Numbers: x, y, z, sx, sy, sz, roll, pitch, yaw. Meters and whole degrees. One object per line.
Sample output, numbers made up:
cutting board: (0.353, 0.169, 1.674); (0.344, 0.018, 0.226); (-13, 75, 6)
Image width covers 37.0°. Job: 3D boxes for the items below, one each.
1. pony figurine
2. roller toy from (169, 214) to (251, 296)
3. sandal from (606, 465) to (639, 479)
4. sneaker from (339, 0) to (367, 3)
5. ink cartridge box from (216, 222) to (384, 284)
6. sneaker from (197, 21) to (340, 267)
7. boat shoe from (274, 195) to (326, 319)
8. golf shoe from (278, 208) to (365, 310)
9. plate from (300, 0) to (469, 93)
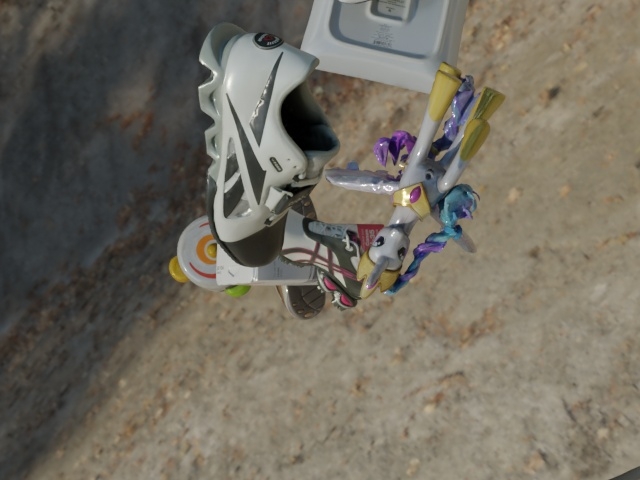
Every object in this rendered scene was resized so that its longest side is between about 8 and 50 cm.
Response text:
pony figurine: (0.160, -0.100, 1.557); (0.351, 0.302, 0.364); (-60, -5, -73)
roller toy: (-0.263, 0.031, 2.415); (0.146, 0.209, 0.191); (73, -149, -82)
sandal: (0.342, 0.200, 0.898); (0.219, 0.090, 0.060); (-25, 58, 22)
sneaker: (0.106, -0.505, 1.583); (0.226, 0.163, 0.086); (-31, 49, -5)
ink cartridge box: (-0.041, 0.029, 1.886); (0.207, 0.283, 0.117); (-9, 81, 63)
sneaker: (-0.050, -0.083, 1.113); (0.146, 0.331, 0.122); (16, 47, 19)
boat shoe: (-0.072, 0.019, 2.183); (0.123, 0.325, 0.116); (-9, 9, -22)
golf shoe: (0.000, 0.000, 1.618); (0.120, 0.273, 0.105); (-35, 31, 28)
plate: (0.123, -0.410, 1.697); (0.045, 0.277, 0.278); (103, 180, -72)
